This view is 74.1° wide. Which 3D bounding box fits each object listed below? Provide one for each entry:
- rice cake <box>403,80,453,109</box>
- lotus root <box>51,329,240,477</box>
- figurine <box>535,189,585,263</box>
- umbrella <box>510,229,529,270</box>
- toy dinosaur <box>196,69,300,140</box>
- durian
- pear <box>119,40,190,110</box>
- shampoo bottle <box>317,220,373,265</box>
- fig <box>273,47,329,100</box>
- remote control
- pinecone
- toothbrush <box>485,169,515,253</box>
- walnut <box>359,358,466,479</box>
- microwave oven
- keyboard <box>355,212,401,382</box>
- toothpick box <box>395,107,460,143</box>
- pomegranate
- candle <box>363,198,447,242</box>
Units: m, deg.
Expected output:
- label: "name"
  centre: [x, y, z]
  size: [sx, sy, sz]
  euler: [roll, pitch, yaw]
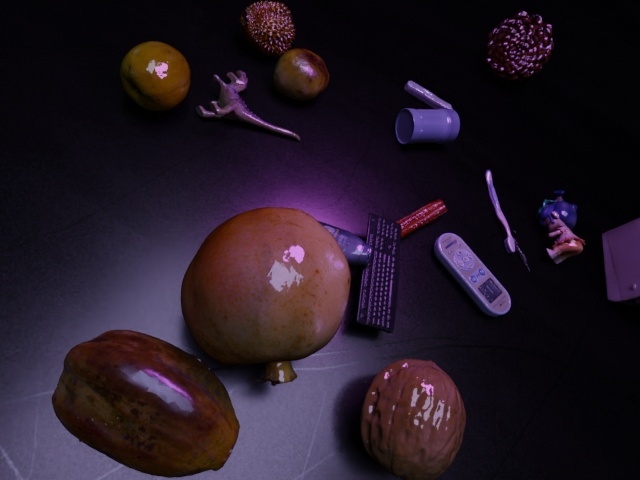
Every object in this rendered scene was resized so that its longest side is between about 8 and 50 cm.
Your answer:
- label: "rice cake"
  centre: [0.340, -0.445, 1.327]
  size: [0.171, 0.033, 0.029]
  euler: [32, 60, -1]
- label: "lotus root"
  centre: [-0.268, 0.265, 0.697]
  size: [0.291, 0.193, 0.193]
  euler: [29, 59, 0]
- label: "figurine"
  centre: [0.686, -0.038, 1.204]
  size: [0.112, 0.102, 0.194]
  euler: [29, 47, -42]
- label: "umbrella"
  centre: [0.549, 0.029, 1.171]
  size: [0.013, 0.022, 0.122]
  euler: [-7, 76, -49]
- label: "toy dinosaur"
  centre: [-0.194, -0.333, 1.073]
  size: [0.200, 0.072, 0.251]
  euler: [-29, 66, -39]
- label: "durian"
  centre: [-0.145, -0.594, 1.185]
  size: [0.168, 0.136, 0.158]
  euler: [-13, 48, -33]
- label: "pear"
  centre: [-0.381, -0.380, 0.985]
  size: [0.149, 0.148, 0.162]
  euler: [32, 49, -1]
- label: "shampoo bottle"
  centre: [0.000, 0.000, 0.942]
  size: [0.234, 0.049, 0.087]
  euler: [17, 63, 11]
- label: "fig"
  centre: [-0.050, -0.450, 1.147]
  size: [0.153, 0.120, 0.135]
  euler: [2, 59, -17]
- label: "remote control"
  centre: [0.378, 0.086, 1.067]
  size: [0.087, 0.047, 0.244]
  euler: [-30, 77, -32]
- label: "pinecone"
  centre: [0.680, -0.656, 1.458]
  size: [0.222, 0.221, 0.221]
  euler: [8, 62, -15]
- label: "toothbrush"
  centre: [0.509, -0.087, 1.209]
  size: [0.021, 0.027, 0.268]
  euler: [8, 62, -25]
- label: "walnut"
  centre: [0.174, 0.326, 0.789]
  size: [0.214, 0.213, 0.213]
  euler: [8, 62, -15]
- label: "microwave oven"
  centre: [1.040, 0.078, 1.137]
  size: [0.395, 0.333, 0.246]
  euler: [11, 66, -13]
- label: "keyboard"
  centre: [0.124, 0.115, 0.936]
  size: [0.104, 0.041, 0.380]
  euler: [19, 68, -17]
- label: "toothpick box"
  centre: [0.306, -0.328, 1.219]
  size: [0.153, 0.101, 0.101]
  euler: [-5, 66, -20]
- label: "pomegranate"
  centre: [-0.095, 0.099, 0.767]
  size: [0.320, 0.319, 0.318]
  euler: [8, 62, -15]
- label: "candle"
  centre: [0.201, -0.026, 1.062]
  size: [0.330, 0.048, 0.051]
  euler: [-27, 99, -27]
